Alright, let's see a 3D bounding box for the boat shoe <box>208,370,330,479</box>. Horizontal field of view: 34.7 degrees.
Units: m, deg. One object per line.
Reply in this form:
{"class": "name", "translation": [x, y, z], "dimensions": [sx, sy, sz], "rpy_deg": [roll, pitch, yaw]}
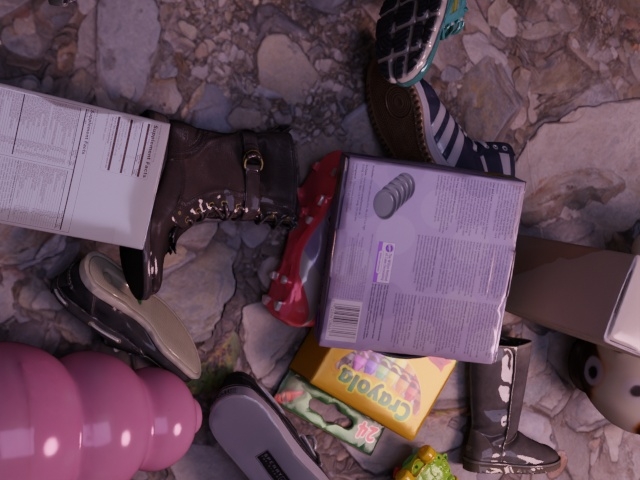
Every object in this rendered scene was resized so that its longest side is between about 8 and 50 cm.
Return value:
{"class": "boat shoe", "translation": [-0.051, 0.316, 1.410], "dimensions": [0.113, 0.105, 0.306], "rpy_deg": [-34, 103, 12]}

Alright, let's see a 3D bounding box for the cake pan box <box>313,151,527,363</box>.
{"class": "cake pan box", "translation": [0.128, 0.030, 1.352], "dimensions": [0.245, 0.070, 0.267], "rpy_deg": [6, 99, -8]}

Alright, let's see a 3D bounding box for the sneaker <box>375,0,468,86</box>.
{"class": "sneaker", "translation": [0.158, -0.314, 1.385], "dimensions": [0.110, 0.107, 0.275], "rpy_deg": [42, 56, -35]}

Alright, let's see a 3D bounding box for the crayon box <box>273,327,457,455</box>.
{"class": "crayon box", "translation": [0.097, 0.144, 1.469], "dimensions": [0.202, 0.081, 0.319], "rpy_deg": [33, 84, -26]}

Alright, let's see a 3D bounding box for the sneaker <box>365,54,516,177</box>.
{"class": "sneaker", "translation": [0.176, -0.150, 1.456], "dimensions": [0.153, 0.099, 0.282], "rpy_deg": [-26, 93, -38]}

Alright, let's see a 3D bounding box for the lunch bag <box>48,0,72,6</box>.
{"class": "lunch bag", "translation": [-0.254, -0.435, 1.112], "dimensions": [0.256, 0.212, 0.305], "rpy_deg": [-34, 113, -34]}

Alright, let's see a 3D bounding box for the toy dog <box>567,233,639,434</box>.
{"class": "toy dog", "translation": [0.578, 0.128, 1.621], "dimensions": [0.408, 0.284, 0.395], "rpy_deg": [-35, 146, -18]}

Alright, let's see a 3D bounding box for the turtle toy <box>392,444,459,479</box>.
{"class": "turtle toy", "translation": [0.141, 0.363, 1.530], "dimensions": [0.130, 0.066, 0.095], "rpy_deg": [-43, 111, -13]}

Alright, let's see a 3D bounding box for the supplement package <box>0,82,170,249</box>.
{"class": "supplement package", "translation": [-0.308, -0.090, 1.175], "dimensions": [0.203, 0.194, 0.149], "rpy_deg": [12, 93, -26]}

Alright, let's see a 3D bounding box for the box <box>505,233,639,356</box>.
{"class": "box", "translation": [0.389, 0.082, 1.463], "dimensions": [0.148, 0.311, 0.121], "rpy_deg": [22, 88, -21]}

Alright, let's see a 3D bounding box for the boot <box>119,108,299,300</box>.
{"class": "boot", "translation": [-0.129, -0.042, 1.313], "dimensions": [0.229, 0.091, 0.263], "rpy_deg": [10, 79, -28]}

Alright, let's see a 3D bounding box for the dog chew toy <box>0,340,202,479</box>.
{"class": "dog chew toy", "translation": [-0.300, 0.222, 1.234], "dimensions": [0.331, 0.206, 0.207], "rpy_deg": [2, 97, -34]}

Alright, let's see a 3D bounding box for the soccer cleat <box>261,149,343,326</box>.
{"class": "soccer cleat", "translation": [0.000, 0.000, 1.404], "dimensions": [0.095, 0.083, 0.248], "rpy_deg": [19, 91, -35]}

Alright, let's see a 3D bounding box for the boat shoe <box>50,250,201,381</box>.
{"class": "boat shoe", "translation": [-0.243, 0.108, 1.316], "dimensions": [0.079, 0.084, 0.233], "rpy_deg": [-32, 123, 20]}

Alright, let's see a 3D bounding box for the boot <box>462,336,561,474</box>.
{"class": "boot", "translation": [0.304, 0.255, 1.597], "dimensions": [0.189, 0.076, 0.209], "rpy_deg": [5, 89, -28]}
